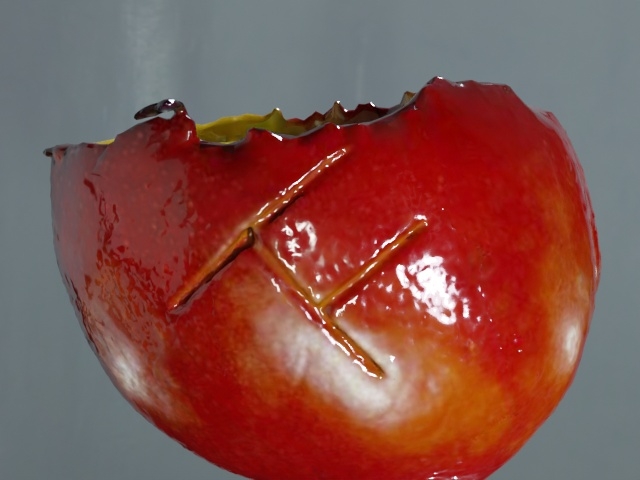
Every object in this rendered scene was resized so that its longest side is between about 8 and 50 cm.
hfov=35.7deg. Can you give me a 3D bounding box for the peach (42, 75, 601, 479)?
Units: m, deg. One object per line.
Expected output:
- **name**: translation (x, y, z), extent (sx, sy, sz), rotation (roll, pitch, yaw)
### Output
- **peach**: translation (0.000, 0.000, 0.419), extent (0.196, 0.226, 0.190), rotation (-52, -176, 48)
